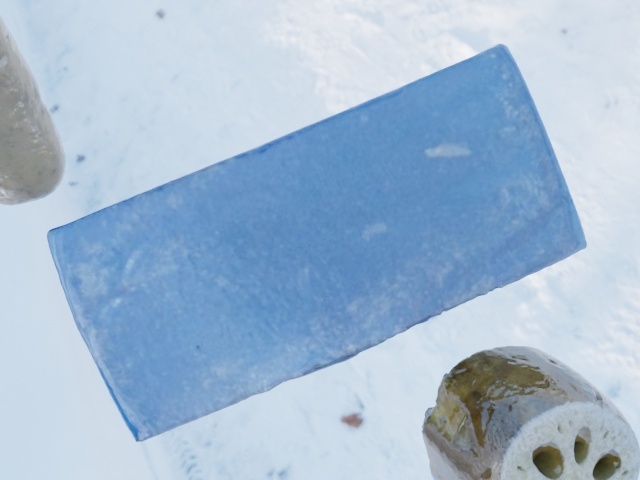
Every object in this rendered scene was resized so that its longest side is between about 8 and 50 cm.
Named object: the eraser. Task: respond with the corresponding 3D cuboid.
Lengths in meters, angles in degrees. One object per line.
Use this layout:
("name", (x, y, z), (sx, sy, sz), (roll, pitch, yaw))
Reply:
("eraser", (0.000, 0.000, 0.512), (0.311, 0.144, 0.042), (-23, 4, -3))

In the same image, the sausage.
("sausage", (-0.381, -0.214, 0.806), (0.123, 0.501, 0.136), (-14, 53, -2))

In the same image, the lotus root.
("lotus root", (0.132, 0.127, 0.515), (0.081, 0.122, 0.112), (-152, 67, -68))
